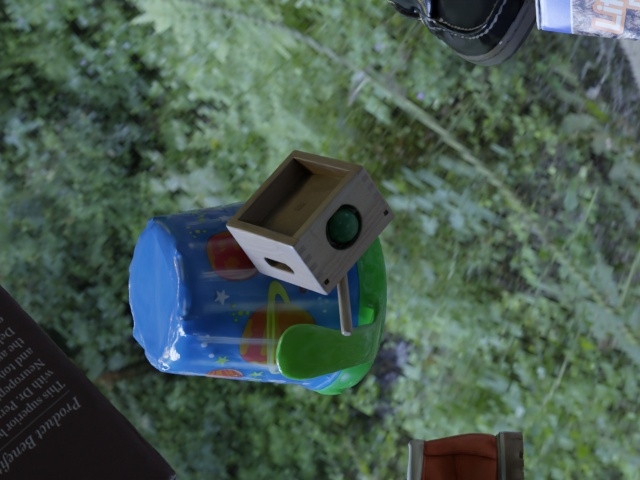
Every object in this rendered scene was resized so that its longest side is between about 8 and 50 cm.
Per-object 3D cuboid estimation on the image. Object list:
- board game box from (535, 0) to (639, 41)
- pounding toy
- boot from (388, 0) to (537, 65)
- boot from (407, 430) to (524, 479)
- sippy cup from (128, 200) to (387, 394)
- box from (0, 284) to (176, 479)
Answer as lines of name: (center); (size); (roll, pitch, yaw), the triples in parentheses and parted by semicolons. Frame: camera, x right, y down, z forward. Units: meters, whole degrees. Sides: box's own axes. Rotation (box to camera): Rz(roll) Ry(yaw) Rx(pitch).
board game box: (0.325, -0.252, 1.008); (0.291, 0.232, 0.141); (11, 134, 24)
pounding toy: (0.000, 0.000, 1.377); (0.141, 0.130, 0.100); (17, 149, 49)
boot: (0.054, -0.316, 1.450); (0.284, 0.377, 0.138); (21, 110, -24)
boot: (0.090, 0.204, 0.925); (0.085, 0.059, 0.158); (1, 79, 4)
sippy cup: (-0.080, 0.055, 1.535); (0.305, 0.224, 0.240); (-31, 64, 59)
box: (-0.218, 0.138, 0.848); (0.203, 0.168, 0.167); (46, 160, 7)
